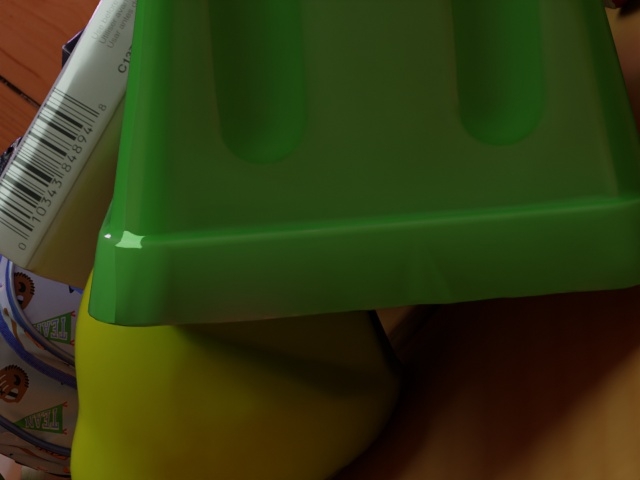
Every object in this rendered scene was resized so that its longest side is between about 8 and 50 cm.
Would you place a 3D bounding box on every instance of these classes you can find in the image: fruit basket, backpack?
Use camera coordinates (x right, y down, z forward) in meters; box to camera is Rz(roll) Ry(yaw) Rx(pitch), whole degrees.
[{"bbox_3d":[0.000,0.000,0.693,0.392,0.283,0.392,175,90,-87],"label":"fruit basket"},{"bbox_3d":[-0.208,0.065,1.161,0.213,0.276,0.263,-30,39,64],"label":"backpack"}]

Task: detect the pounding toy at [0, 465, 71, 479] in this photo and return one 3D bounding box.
[{"bbox_3d":[-0.331,0.309,1.287,0.237,0.110,0.183,-19,-33,-54],"label":"pounding toy"}]

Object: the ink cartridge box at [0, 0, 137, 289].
[{"bbox_3d":[-0.067,-0.101,0.979,0.324,0.071,0.330,-61,-22,0],"label":"ink cartridge box"}]

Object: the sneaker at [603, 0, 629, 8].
[{"bbox_3d":[0.206,-0.175,0.787,0.118,0.067,0.042,91,-158,-56],"label":"sneaker"}]

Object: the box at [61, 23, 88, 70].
[{"bbox_3d":[-0.138,-0.215,1.588,0.312,0.179,0.343,-46,0,-16],"label":"box"}]

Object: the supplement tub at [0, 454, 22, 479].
[{"bbox_3d":[-0.489,0.234,1.701,0.235,0.235,0.325,-54,12,-9],"label":"supplement tub"}]
